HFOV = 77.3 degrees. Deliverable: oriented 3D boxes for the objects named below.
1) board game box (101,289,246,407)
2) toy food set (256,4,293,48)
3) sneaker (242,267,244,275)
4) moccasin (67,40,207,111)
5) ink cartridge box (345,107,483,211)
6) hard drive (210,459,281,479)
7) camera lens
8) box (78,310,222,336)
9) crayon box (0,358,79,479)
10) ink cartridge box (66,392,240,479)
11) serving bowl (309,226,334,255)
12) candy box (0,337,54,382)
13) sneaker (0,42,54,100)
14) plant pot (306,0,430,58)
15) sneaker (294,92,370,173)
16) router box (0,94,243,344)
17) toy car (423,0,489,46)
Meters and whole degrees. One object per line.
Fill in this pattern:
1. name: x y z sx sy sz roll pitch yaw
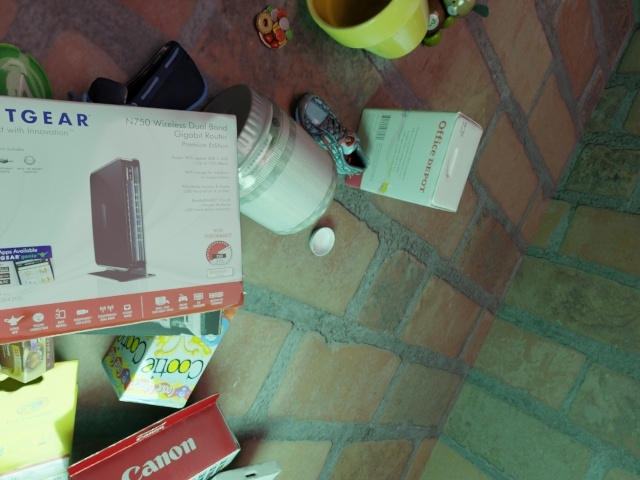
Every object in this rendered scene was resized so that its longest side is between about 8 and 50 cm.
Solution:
1. board game box: -0.308 0.184 0.847 0.142 0.144 0.275 33 83 -44
2. toy food set: -0.098 -0.459 0.864 0.082 0.020 0.083 -46 131 -19
3. sneaker: -0.212 0.019 0.915 0.057 0.075 0.161 -31 126 -30
4. moccasin: -0.342 -0.218 0.668 0.341 0.138 0.116 -58 146 -34
5. ink cartridge box: 0.230 -0.218 1.057 0.131 0.306 0.225 7 102 -43
6. hard drive: -0.269 0.706 1.077 0.203 0.040 0.307 17 119 -45
7. camera lens: -0.113 -0.154 0.833 0.274 0.220 0.219 34 83 -44
8. box: -0.322 0.040 0.701 0.308 0.076 0.242 5 93 -13
9. crayon box: -0.567 0.357 0.727 0.202 0.081 0.318 2 106 -43
10. ink cartridge box: -0.348 0.490 0.860 0.310 0.130 0.271 -18 151 -36
11. serving bowl: 0.000 0.000 1.132 0.084 0.027 0.083 -17 117 -36
12. candy box: -0.505 0.135 0.622 0.053 0.187 0.109 -33 133 -70
13. sneaker: -0.468 -0.134 0.589 0.110 0.124 0.295 14 96 -44
14. plant pot: 0.132 -0.541 0.903 0.239 0.254 0.253 5 104 -60
15. sneaker: 0.044 -0.264 0.997 0.104 0.125 0.262 -57 134 -10
16. router box: -0.288 -0.034 0.571 0.336 0.082 0.300 -5 98 -29
17. toy car: 0.361 -0.638 1.088 0.148 0.189 0.155 -55 133 -11
